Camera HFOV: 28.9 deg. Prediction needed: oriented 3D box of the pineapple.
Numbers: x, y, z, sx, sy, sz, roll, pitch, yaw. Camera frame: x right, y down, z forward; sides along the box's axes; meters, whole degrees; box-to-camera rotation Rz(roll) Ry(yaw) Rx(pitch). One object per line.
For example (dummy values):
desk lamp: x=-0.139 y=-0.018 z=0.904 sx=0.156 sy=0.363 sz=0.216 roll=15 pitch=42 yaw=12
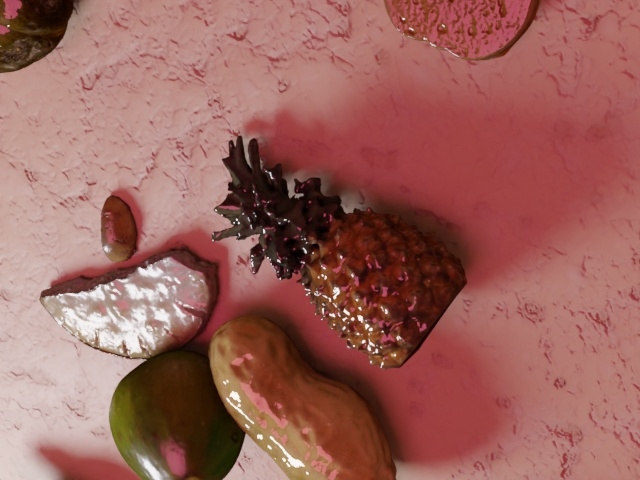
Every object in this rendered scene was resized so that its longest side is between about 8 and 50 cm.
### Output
pineapple: x=0.000 y=0.000 z=1.448 sx=0.340 sy=0.169 sz=0.169 roll=37 pitch=123 yaw=13

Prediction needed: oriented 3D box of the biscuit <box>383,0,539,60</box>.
biscuit: x=0.153 y=-0.276 z=1.306 sx=0.170 sy=0.050 sz=0.170 roll=7 pitch=107 yaw=22

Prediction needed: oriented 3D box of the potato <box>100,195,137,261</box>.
potato: x=-0.265 y=-0.008 z=1.624 sx=0.037 sy=0.036 sz=0.093 roll=7 pitch=115 yaw=25

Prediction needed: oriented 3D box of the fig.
fig: x=-0.185 y=0.247 z=1.632 sx=0.181 sy=0.191 sz=0.181 roll=-7 pitch=131 yaw=-9

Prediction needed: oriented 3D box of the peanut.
peanut: x=-0.015 y=0.223 z=1.568 sx=0.147 sy=0.147 sz=0.319 roll=-41 pitch=88 yaw=33

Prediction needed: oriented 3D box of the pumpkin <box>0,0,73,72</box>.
pumpkin: x=-0.401 y=-0.298 z=1.480 sx=0.219 sy=0.162 sz=0.219 roll=7 pitch=113 yaw=17

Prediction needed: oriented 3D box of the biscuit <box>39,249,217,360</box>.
biscuit: x=-0.245 y=0.098 z=1.663 sx=0.289 sy=0.038 sz=0.141 roll=-16 pitch=106 yaw=29
